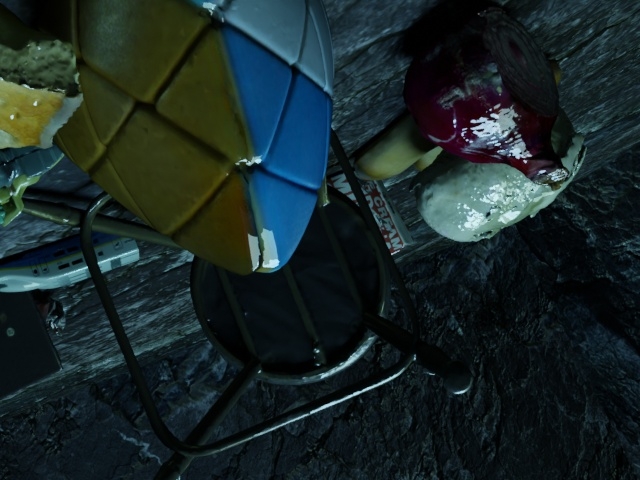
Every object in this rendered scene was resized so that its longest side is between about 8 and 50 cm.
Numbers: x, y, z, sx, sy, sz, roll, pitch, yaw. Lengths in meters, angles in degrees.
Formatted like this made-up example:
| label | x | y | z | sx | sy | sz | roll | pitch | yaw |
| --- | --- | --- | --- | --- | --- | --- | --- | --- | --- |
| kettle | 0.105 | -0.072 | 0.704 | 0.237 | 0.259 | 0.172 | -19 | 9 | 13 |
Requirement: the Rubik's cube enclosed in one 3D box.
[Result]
| label | x | y | z | sx | sy | sz | roll | pitch | yaw |
| --- | --- | --- | --- | --- | --- | --- | --- | --- | --- |
| Rubik's cube | -0.092 | -0.121 | 0.522 | 0.254 | 0.255 | 0.254 | -23 | 170 | -4 |

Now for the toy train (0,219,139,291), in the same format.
| label | x | y | z | sx | sy | sz | roll | pitch | yaw |
| --- | --- | --- | --- | --- | --- | --- | --- | --- | --- |
| toy train | -0.360 | 0.037 | 0.936 | 0.233 | 0.051 | 0.052 | -20 | 165 | -19 |

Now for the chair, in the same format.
| label | x | y | z | sx | sy | sz | roll | pitch | yaw |
| --- | --- | --- | --- | --- | --- | --- | --- | --- | --- |
| chair | -0.066 | 0.052 | 0.871 | 0.361 | 0.365 | 0.410 | -25 | 174 | 6 |

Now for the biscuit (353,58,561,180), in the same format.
| label | x | y | z | sx | sy | sz | roll | pitch | yaw |
| --- | --- | --- | --- | --- | --- | --- | --- | --- | --- |
| biscuit | 0.209 | -0.179 | 1.097 | 0.236 | 0.062 | 0.290 | -14 | 164 | -41 |

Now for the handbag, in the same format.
| label | x | y | z | sx | sy | sz | roll | pitch | yaw |
| --- | --- | --- | --- | --- | --- | --- | --- | --- | --- |
| handbag | 0.000 | 0.000 | 1.231 | 0.298 | 0.171 | 0.151 | -22 | 168 | -5 |

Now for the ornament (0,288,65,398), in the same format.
| label | x | y | z | sx | sy | sz | roll | pitch | yaw |
| --- | --- | --- | --- | --- | --- | --- | --- | --- | --- |
| ornament | -0.434 | 0.134 | 1.061 | 0.166 | 0.153 | 0.196 | -24 | 179 | 5 |

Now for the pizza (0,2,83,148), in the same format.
| label | x | y | z | sx | sy | sz | roll | pitch | yaw |
| --- | --- | --- | --- | --- | --- | --- | --- | --- | --- |
| pizza | -0.253 | -0.104 | 0.422 | 0.188 | 0.081 | 0.204 | 11 | 158 | -30 |

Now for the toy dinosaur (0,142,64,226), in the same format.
| label | x | y | z | sx | sy | sz | roll | pitch | yaw |
| --- | --- | --- | --- | --- | --- | --- | --- | --- | --- |
| toy dinosaur | -0.320 | -0.030 | 0.544 | 0.259 | 0.094 | 0.153 | -23 | -166 | -9 |

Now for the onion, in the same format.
| label | x | y | z | sx | sy | sz | roll | pitch | yaw |
| --- | --- | --- | --- | --- | --- | --- | --- | --- | --- |
| onion | 0.193 | -0.142 | 0.797 | 0.139 | 0.218 | 0.195 | -31 | 178 | 29 |

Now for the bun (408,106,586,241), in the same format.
| label | x | y | z | sx | sy | sz | roll | pitch | yaw |
| --- | --- | --- | --- | --- | --- | --- | --- | --- | --- |
| bun | 0.246 | -0.092 | 0.968 | 0.239 | 0.141 | 0.239 | -35 | -171 | 6 |
